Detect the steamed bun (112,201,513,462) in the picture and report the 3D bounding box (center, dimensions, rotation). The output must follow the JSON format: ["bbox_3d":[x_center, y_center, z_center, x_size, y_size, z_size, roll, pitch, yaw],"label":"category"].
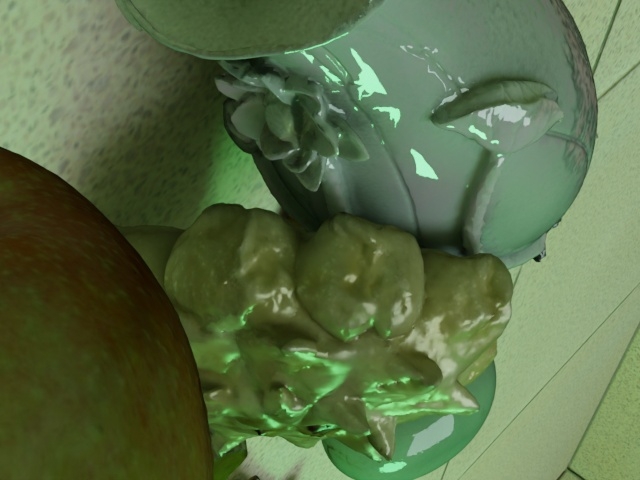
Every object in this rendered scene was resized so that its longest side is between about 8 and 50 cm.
[{"bbox_3d":[-0.025,0.078,0.883,0.295,0.292,0.137,14,70,-30],"label":"steamed bun"}]

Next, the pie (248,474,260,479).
[{"bbox_3d":[-0.082,0.303,1.464,0.092,0.034,0.170,-50,163,-3],"label":"pie"}]

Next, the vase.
[{"bbox_3d":[0.040,-0.125,0.815,0.250,0.250,0.445,-55,155,0],"label":"vase"}]

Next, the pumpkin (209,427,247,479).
[{"bbox_3d":[-0.134,0.170,1.060,0.217,0.110,0.217,-47,164,-18],"label":"pumpkin"}]

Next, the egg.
[{"bbox_3d":[0.097,0.177,1.467,0.231,0.168,0.168,-39,155,-26],"label":"egg"}]

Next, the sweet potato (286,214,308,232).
[{"bbox_3d":[0.000,0.000,1.126,0.066,0.072,0.314,-48,161,-59],"label":"sweet potato"}]

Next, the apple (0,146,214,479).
[{"bbox_3d":[-0.189,0.094,0.532,0.319,0.319,0.277,-21,144,-56],"label":"apple"}]
